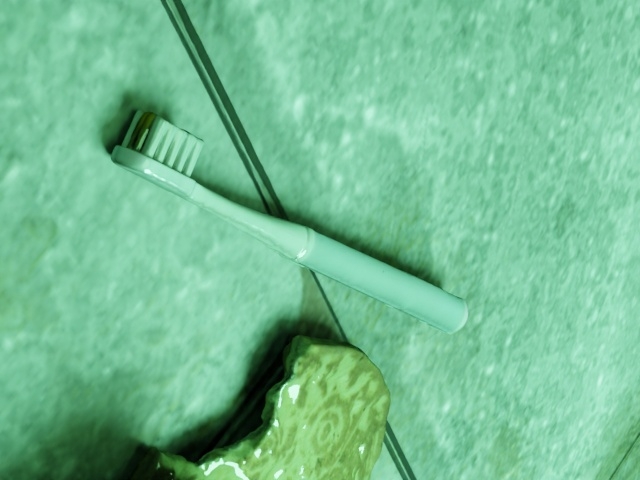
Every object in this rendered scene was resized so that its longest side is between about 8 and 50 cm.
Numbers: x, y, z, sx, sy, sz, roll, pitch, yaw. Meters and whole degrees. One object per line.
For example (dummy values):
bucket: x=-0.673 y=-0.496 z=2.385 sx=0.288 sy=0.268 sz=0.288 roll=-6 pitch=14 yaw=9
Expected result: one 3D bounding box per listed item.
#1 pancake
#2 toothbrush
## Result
pancake: x=-0.038 y=0.159 z=0.845 sx=0.235 sy=0.029 sz=0.212 roll=-32 pitch=134 yaw=-40
toothbrush: x=-0.001 y=0.002 z=0.806 sx=0.342 sy=0.025 sz=0.030 roll=30 pitch=82 yaw=-56
